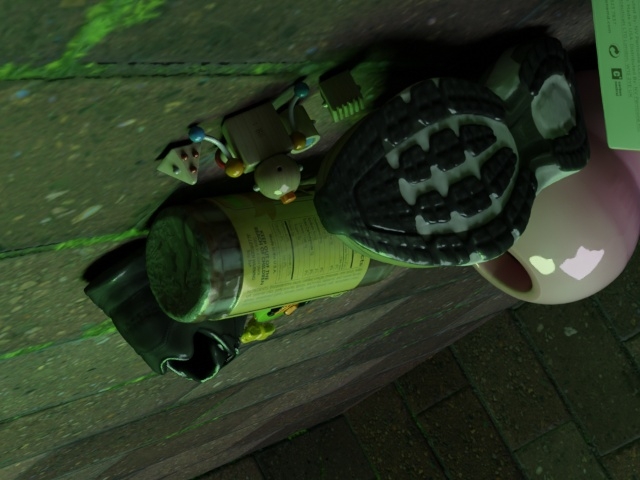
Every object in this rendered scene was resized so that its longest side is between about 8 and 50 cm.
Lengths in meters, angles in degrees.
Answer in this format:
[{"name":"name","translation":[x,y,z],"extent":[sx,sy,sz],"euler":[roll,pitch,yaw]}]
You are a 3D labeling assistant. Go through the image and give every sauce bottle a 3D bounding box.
[{"name":"sauce bottle","translation":[0.000,0.000,1.124],"extent":[0.344,0.111,0.111],"euler":[-9,157,-42]}]

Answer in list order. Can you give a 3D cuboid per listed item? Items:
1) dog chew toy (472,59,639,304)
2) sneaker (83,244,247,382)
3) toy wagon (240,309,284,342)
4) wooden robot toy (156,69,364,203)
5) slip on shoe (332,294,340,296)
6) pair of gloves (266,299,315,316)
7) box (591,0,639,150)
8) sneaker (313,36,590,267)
[{"name":"dog chew toy","translation":[0.294,-0.089,1.288],"extent":[0.332,0.206,0.206],"euler":[-46,173,-17]},{"name":"sneaker","translation":[-0.125,0.078,1.187],"extent":[0.109,0.130,0.286],"euler":[-36,168,20]},{"name":"toy wagon","translation":[0.027,0.011,1.406],"extent":[0.344,0.068,0.267],"euler":[-34,167,23]},{"name":"wooden robot toy","translation":[-0.036,-0.064,0.929],"extent":[0.173,0.079,0.076],"euler":[-25,167,-18]},{"name":"slip on shoe","translation":[0.051,0.022,1.575],"extent":[0.135,0.051,0.041],"euler":[-45,-158,27]},{"name":"pair of gloves","translation":[-0.020,0.067,1.338],"extent":[0.074,0.010,0.083],"euler":[-33,168,20]},{"name":"box","translation":[0.430,-0.171,0.972],"extent":[0.215,0.168,0.345],"euler":[-21,-161,-34]},{"name":"sneaker","translation":[0.096,-0.062,1.051],"extent":[0.182,0.158,0.410],"euler":[-18,-175,37]}]
